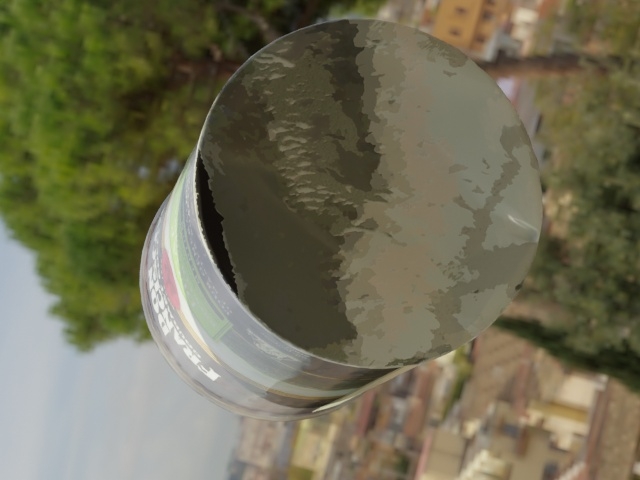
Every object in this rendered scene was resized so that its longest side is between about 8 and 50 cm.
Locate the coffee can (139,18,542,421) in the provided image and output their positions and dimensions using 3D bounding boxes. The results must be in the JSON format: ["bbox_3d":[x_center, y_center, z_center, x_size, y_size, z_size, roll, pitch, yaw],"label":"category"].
[{"bbox_3d":[0.000,0.000,0.975,0.275,0.201,0.202,135,151,-72],"label":"coffee can"}]
